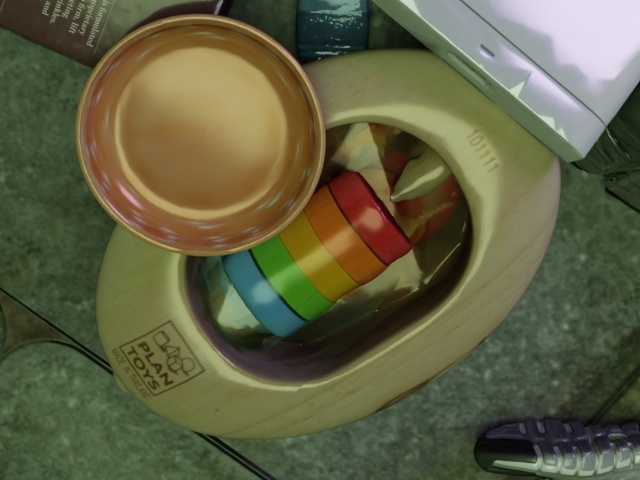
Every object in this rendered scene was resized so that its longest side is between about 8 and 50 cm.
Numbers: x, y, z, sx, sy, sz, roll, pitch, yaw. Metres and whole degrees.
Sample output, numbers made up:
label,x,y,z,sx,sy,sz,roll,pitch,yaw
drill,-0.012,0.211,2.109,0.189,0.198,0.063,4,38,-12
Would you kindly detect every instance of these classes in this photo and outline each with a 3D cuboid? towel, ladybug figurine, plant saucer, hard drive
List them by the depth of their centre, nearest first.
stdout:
label,x,y,z,sx,sy,sz,roll,pitch,yaw
plant saucer,-0.095,-0.085,1.170,0.200,0.037,0.200,1,110,2
hard drive,0.221,-0.273,1.184,0.233,0.047,0.353,39,80,-9
ladybug figurine,0.000,0.000,1.297,0.449,0.162,0.305,-30,102,11
towel,0.012,-0.218,1.298,0.067,0.029,0.119,3,108,2

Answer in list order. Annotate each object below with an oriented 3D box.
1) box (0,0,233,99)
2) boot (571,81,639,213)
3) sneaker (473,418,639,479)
label,x,y,z,sx,sy,sz,roll,pitch,yaw
box,-0.169,-0.242,1.229,0.203,0.167,0.168,24,107,-4
boot,0.343,-0.056,1.281,0.246,0.161,0.083,36,62,-8
sneaker,0.262,0.245,1.401,0.229,0.086,0.132,-1,110,3
